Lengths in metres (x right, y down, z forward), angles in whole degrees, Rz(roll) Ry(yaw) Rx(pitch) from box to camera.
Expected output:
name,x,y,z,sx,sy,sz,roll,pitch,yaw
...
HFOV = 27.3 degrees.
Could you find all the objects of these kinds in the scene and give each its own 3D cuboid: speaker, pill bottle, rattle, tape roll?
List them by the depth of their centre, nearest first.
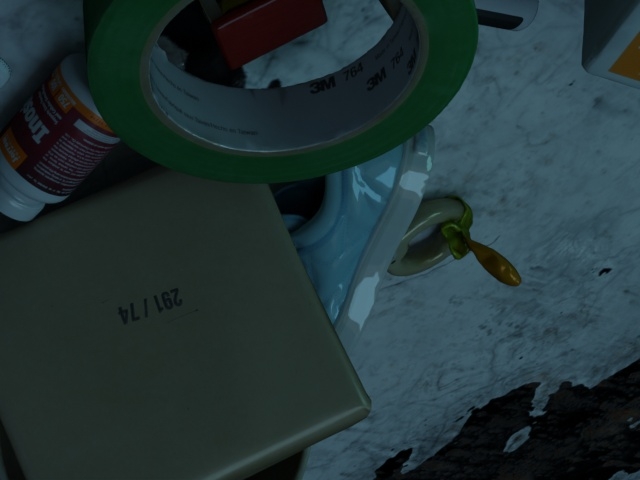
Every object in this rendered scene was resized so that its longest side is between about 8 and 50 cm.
name,x,y,z,sx,sy,sz,roll,pitch,yaw
tape roll,-0.034,-0.171,1.094,0.321,0.077,0.321,-6,147,-4
pill bottle,-0.240,-0.090,1.197,0.152,0.086,0.086,-44,144,20
speaker,0.154,-0.245,1.324,0.136,0.055,0.055,2,135,-40
rattle,0.117,0.041,1.608,0.199,0.143,0.130,-21,165,-24

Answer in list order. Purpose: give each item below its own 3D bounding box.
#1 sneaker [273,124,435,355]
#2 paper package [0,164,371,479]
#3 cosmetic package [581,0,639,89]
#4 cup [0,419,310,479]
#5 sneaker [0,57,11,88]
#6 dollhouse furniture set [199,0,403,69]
name,x,y,z,sx,sy,sz,roll,pitch,yaw
sneaker,0.000,0.000,1.482,0.150,0.135,0.366,15,124,-10
paper package,-0.157,0.101,1.293,0.325,0.309,0.168,-24,172,-9
cosmetic package,0.493,-0.211,1.200,0.453,0.161,0.230,15,149,-10
cup,-0.182,0.207,1.479,0.331,0.331,0.237,-25,173,-8
sneaker,-0.321,-0.070,1.065,0.210,0.137,0.366,-31,129,0
dollhouse furniture set,0.066,-0.281,1.117,0.374,0.152,0.201,-28,147,-3
